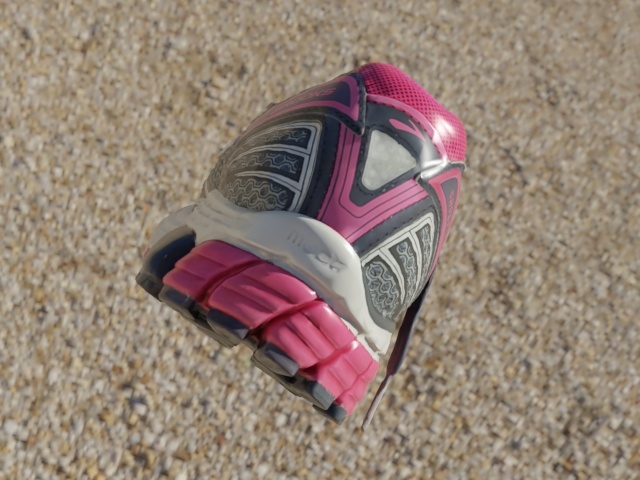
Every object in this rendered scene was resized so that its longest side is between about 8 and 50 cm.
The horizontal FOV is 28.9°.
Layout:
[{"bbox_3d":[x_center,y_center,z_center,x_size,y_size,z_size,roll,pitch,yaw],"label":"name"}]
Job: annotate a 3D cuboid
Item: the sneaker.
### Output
[{"bbox_3d":[0.000,0.000,0.543,0.121,0.112,0.299,36,-3,-7],"label":"sneaker"}]
